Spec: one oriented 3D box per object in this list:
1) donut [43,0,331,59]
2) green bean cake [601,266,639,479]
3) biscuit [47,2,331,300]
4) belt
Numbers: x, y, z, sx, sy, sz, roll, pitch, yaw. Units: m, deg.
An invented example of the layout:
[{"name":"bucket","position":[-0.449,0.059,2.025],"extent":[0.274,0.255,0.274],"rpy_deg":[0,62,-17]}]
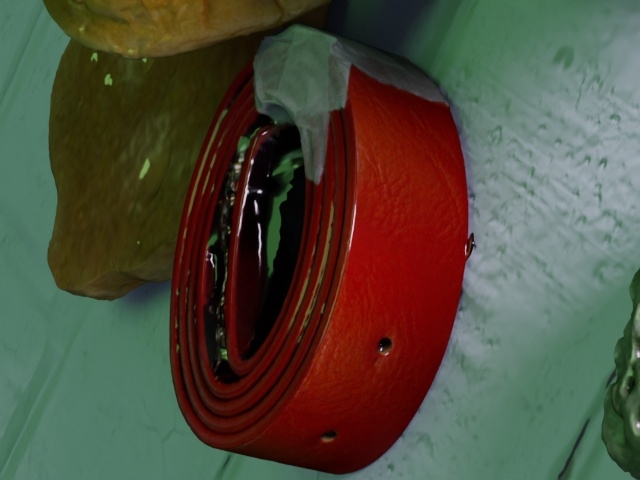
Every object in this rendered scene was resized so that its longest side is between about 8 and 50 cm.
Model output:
[{"name":"donut","position":[-0.071,-0.279,1.493],"extent":[0.330,0.160,0.330],"rpy_deg":[-7,50,8]},{"name":"green bean cake","position":[0.262,0.033,1.022],"extent":[0.222,0.125,0.227],"rpy_deg":[5,75,56]},{"name":"biscuit","position":[-0.109,-0.142,1.695],"extent":[0.385,0.062,0.365],"rpy_deg":[-34,47,42]},{"name":"belt","position":[0.000,0.000,1.428],"extent":[0.227,0.115,0.323],"rpy_deg":[-4,74,53]}]
